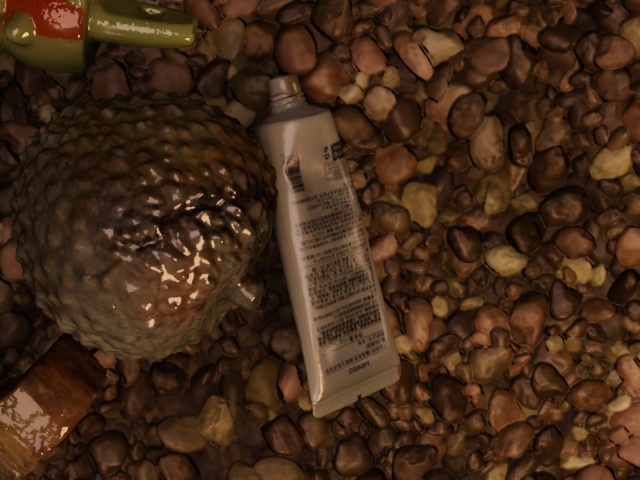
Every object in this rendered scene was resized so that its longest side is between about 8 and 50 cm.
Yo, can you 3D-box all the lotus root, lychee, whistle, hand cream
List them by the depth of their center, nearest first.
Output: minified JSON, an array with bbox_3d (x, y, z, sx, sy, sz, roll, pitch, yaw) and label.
[{"bbox_3d":[-0.164,-0.020,1.039,0.274,0.255,0.255,40,96,10],"label":"lychee"},{"bbox_3d":[-0.262,-0.222,1.072,0.288,0.131,0.106,6,123,-1],"label":"whistle"},{"bbox_3d":[-0.287,0.170,1.105,0.074,0.260,0.170,42,64,-6],"label":"lotus root"},{"bbox_3d":[0.000,0.000,1.126,0.124,0.077,0.341,-20,101,-37],"label":"hand cream"}]
